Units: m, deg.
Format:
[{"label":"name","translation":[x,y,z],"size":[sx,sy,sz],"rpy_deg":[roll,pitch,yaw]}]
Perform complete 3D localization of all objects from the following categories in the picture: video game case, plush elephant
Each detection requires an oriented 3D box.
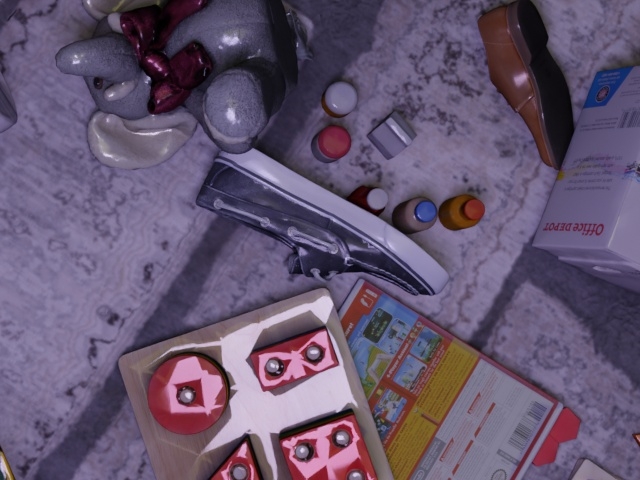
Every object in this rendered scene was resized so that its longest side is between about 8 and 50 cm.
[{"label":"video game case","translation":[0.113,0.203,1.897],"size":[0.285,0.025,0.204],"rpy_deg":[32,83,-3]},{"label":"plush elephant","translation":[-0.168,-0.209,1.780],"size":[0.255,0.330,0.271],"rpy_deg":[-12,87,13]}]

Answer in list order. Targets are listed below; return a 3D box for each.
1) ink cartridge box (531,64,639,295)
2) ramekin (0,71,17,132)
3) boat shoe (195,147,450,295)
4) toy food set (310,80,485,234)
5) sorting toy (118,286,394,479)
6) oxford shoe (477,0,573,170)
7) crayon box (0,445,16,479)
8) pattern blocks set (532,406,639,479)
[{"label":"ink cartridge box","translation":[0.388,-0.064,1.885],"size":[0.168,0.171,0.232],"rpy_deg":[25,83,-21]},{"label":"ramekin","translation":[-0.446,-0.205,1.722],"size":[0.127,0.273,0.273],"rpy_deg":[-32,92,3]},{"label":"boat shoe","translation":[0.000,0.000,1.860],"size":[0.301,0.108,0.102],"rpy_deg":[30,82,-4]},{"label":"toy food set","translation":[0.079,-0.084,1.878],"size":[0.111,0.104,0.232],"rpy_deg":[-42,94,-10]},{"label":"sorting toy","translation":[-0.071,0.213,1.822],"size":[0.255,0.089,0.257],"rpy_deg":[-19,90,0]},{"label":"oxford shoe","translation":[0.245,-0.181,1.939],"size":[0.076,0.076,0.212],"rpy_deg":[-35,109,-51]},{"label":"crayon box","translation":[-0.317,0.392,1.675],"size":[0.106,0.313,0.363],"rpy_deg":[-20,90,-14]},{"label":"pattern blocks set","translation":[0.348,0.355,1.941],"size":[0.325,0.026,0.285],"rpy_deg":[20,84,-9]}]
